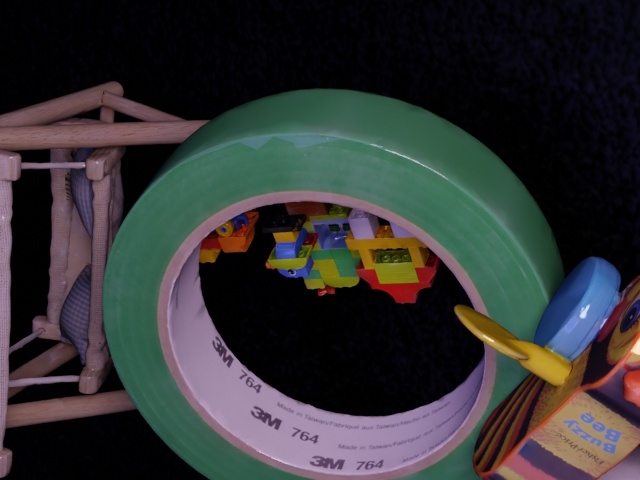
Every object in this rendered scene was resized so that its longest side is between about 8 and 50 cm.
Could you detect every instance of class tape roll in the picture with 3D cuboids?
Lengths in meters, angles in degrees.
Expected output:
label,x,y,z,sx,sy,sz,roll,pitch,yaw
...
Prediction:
label,x,y,z,sx,sy,sz,roll,pitch,yaw
tape roll,0.010,0.054,1.025,0.321,0.077,0.321,7,120,12

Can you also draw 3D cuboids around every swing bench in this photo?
label,x,y,z,sx,sy,sz,roll,pitch,yaw
swing bench,-0.217,0.019,1.187,0.165,0.254,0.253,20,112,35

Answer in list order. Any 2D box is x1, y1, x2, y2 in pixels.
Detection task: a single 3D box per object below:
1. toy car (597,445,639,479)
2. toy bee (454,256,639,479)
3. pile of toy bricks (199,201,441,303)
label,x,y,z,sx,sy,sz,roll,pitch,yaw
toy car,0.207,0.233,0.958,0.182,0.136,0.159,22,113,35
toy bee,0.171,0.071,0.853,0.195,0.162,0.298,15,122,8
pile of toy bricks,0.000,0.000,1.118,0.212,0.118,0.105,-2,127,24
